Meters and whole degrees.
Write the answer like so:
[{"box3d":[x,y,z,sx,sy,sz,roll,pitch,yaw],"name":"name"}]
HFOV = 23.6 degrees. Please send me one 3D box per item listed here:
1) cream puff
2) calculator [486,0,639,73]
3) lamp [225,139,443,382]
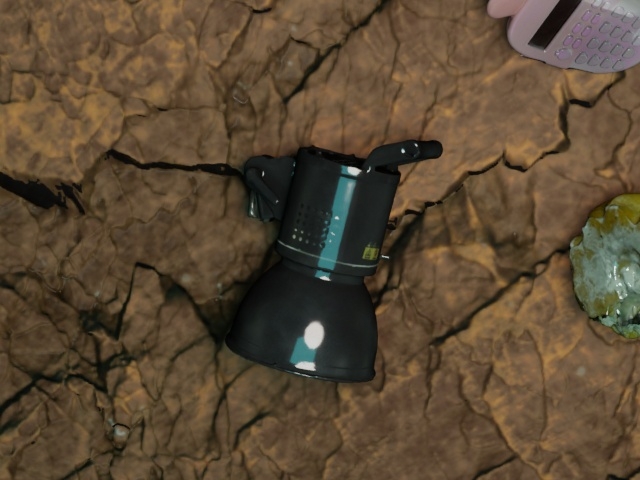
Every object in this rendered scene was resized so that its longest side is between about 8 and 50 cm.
[{"box3d":[0.313,0.025,1.419,0.156,0.156,0.121,-4,64,3],"name":"cream puff"},{"box3d":[0.227,-0.197,1.370,0.166,0.024,0.103,16,136,-20],"name":"calculator"},{"box3d":[0.000,0.000,1.416,0.172,0.147,0.227,16,98,21],"name":"lamp"}]
